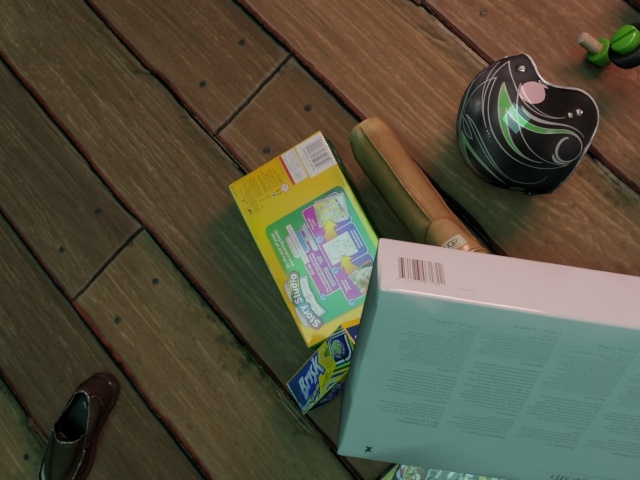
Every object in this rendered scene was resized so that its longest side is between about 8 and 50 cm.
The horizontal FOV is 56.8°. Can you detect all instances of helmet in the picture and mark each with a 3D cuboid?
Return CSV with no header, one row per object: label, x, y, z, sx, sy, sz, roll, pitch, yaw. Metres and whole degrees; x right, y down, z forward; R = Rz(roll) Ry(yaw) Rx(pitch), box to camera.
helmet,0.261,-0.154,0.790,0.162,0.169,0.169,24,91,-2

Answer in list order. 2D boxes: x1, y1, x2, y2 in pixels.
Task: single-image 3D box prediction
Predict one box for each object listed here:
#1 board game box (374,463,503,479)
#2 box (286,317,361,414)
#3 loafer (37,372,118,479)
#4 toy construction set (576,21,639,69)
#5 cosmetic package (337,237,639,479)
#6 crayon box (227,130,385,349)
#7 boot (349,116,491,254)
board game box,0.179,0.357,0.827,0.243,0.042,0.165,-45,77,7
box,0.020,0.176,0.830,0.054,0.059,0.169,56,132,23
loafer,-0.410,0.319,0.960,0.080,0.078,0.219,21,90,15
toy construction set,0.550,-0.291,0.722,0.237,0.257,0.308,22,112,-28
cosmetic package,0.226,0.159,0.683,0.378,0.097,0.284,9,125,-1
crayon box,0.000,0.000,0.883,0.165,0.081,0.278,-29,79,10
boot,0.154,-0.017,0.821,0.089,0.236,0.269,-31,55,-1
